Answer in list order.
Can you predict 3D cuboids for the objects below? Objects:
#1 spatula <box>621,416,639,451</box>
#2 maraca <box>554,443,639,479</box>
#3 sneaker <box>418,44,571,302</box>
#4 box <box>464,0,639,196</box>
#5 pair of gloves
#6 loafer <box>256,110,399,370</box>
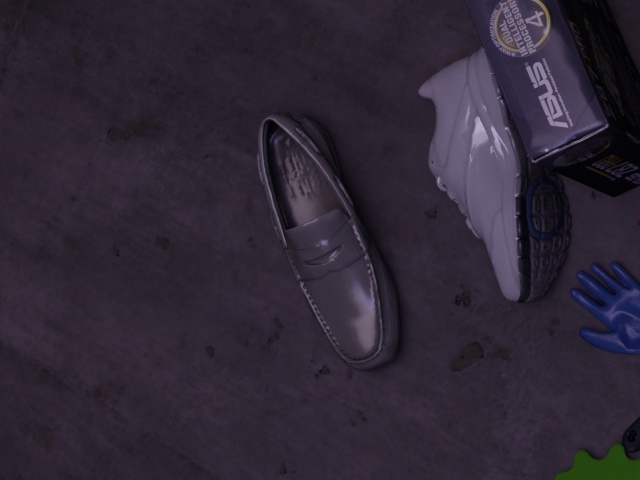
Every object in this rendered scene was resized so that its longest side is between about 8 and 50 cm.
[{"bbox_3d":[0.433,0.131,1.729,0.296,0.030,0.084,-40,46,18],"label":"spatula"},{"bbox_3d":[0.306,0.308,1.740,0.127,0.099,0.185,-12,62,21],"label":"maraca"},{"bbox_3d":[0.193,-0.070,1.832,0.129,0.111,0.297,-19,73,36],"label":"sneaker"},{"bbox_3d":[0.231,-0.252,1.704,0.097,0.318,0.394,-25,77,18],"label":"box"},{"bbox_3d":[0.371,0.053,1.776,0.198,0.023,0.159,-48,68,11],"label":"pair of gloves"},{"bbox_3d":[0.000,0.000,1.885,0.112,0.111,0.319,-28,75,18],"label":"loafer"}]
